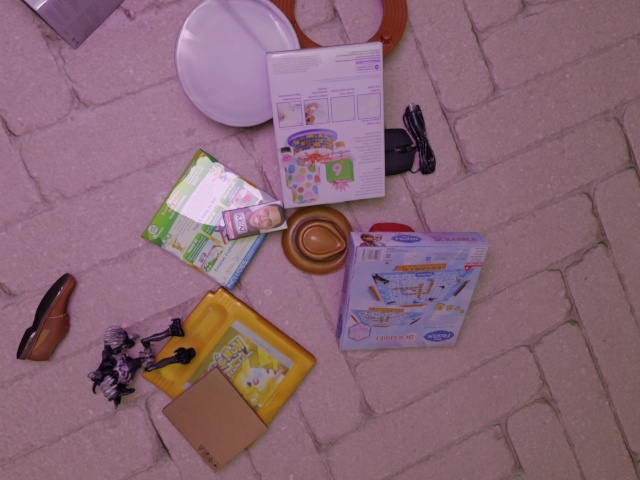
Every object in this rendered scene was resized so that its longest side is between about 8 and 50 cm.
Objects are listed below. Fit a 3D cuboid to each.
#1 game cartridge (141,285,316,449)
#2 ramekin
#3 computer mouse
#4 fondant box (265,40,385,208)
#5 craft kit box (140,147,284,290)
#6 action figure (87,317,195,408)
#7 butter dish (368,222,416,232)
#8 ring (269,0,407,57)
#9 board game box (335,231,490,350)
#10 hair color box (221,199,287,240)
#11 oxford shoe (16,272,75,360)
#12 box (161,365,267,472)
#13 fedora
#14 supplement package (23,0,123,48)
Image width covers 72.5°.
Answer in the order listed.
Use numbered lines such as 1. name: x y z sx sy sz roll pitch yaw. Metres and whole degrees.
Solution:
1. game cartridge: -0.220 0.311 1.080 0.323 0.052 0.285 39 86 -10
2. ramekin: -0.187 -0.399 0.975 0.272 0.127 0.273 -8 115 -18
3. computer mouse: 0.162 -0.230 1.105 0.272 0.072 0.189 -18 97 -8
4. fondant box: 0.016 -0.251 0.968 0.238 0.096 0.331 -7 114 -5
5. craft kit box: -0.254 -0.048 1.055 0.246 0.061 0.250 34 87 -12
6. action figure: -0.431 0.269 0.977 0.275 0.141 0.164 -25 64 7
7. butter dish: 0.172 0.008 1.103 0.159 0.118 0.160 2 134 -12
8. ring: 0.044 -0.561 1.045 0.336 0.032 0.337 1 79 -3
9. board game box: 0.211 0.128 1.065 0.318 0.066 0.318 1 122 -10
10. hair color box: -0.154 -0.048 1.023 0.141 0.043 0.072 -13 94 -9
11. oxford shoe: -0.614 0.177 1.009 0.076 0.076 0.212 28 85 -40
12. box: -0.251 0.429 1.047 0.164 0.021 0.201 -38 96 -5
13. fedora: 0.000 0.000 1.086 0.194 0.079 0.195 -1 93 -10
14. supplement package: -0.531 -0.594 0.905 0.198 0.199 0.263 43 85 -10
